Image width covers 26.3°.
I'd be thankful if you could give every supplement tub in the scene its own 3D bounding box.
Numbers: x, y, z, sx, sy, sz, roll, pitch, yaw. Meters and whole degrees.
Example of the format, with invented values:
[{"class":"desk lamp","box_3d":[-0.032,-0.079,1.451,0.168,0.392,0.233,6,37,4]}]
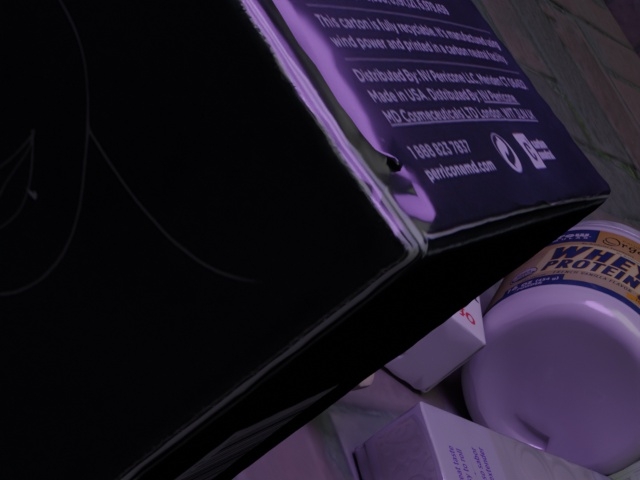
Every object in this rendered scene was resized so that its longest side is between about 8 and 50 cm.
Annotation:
[{"class":"supplement tub","box_3d":[0.303,0.113,1.589,0.228,0.228,0.316,49,26,-2]}]

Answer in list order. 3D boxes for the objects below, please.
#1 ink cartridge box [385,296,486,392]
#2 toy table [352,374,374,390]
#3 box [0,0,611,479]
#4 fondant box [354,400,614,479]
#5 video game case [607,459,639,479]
[{"class":"ink cartridge box","box_3d":[0.083,0.023,1.504,0.172,0.100,0.237,37,29,-25]},{"class":"toy table","box_3d":[0.000,0.000,1.276,0.161,0.252,0.274,27,73,-28]},{"class":"box","box_3d":[-0.192,-0.066,0.759,0.472,0.480,0.297,56,25,10]},{"class":"fondant box","box_3d":[0.198,0.315,1.314,0.330,0.096,0.238,25,36,-39]},{"class":"video game case","box_3d":[0.414,0.379,1.607,0.269,0.061,0.244,-2,56,-58]}]
